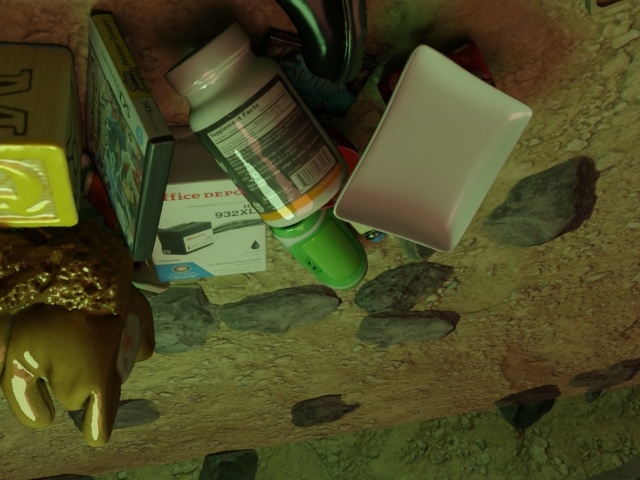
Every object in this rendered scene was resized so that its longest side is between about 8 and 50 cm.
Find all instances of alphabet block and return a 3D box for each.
[{"bbox_3d":[-0.455,-0.150,0.938,0.193,0.197,0.192,-2,146,-13],"label":"alphabet block"}]

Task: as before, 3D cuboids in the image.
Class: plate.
[{"bbox_3d":[0.173,-0.132,1.015,0.277,0.045,0.278,16,108,-37],"label":"plate"}]

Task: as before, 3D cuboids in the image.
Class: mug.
[{"bbox_3d":[0.189,-0.242,1.046,0.169,0.113,0.150,-25,-174,14],"label":"mug"}]

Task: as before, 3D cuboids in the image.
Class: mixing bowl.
[{"bbox_3d":[-0.014,-0.146,1.162,0.181,0.098,0.181,-8,148,-5],"label":"mixing bowl"}]

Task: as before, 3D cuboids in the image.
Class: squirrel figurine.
[{"bbox_3d":[-0.507,0.123,1.090,0.370,0.281,0.397,7,124,2],"label":"squirrel figurine"}]

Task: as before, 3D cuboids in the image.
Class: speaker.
[{"bbox_3d":[0.000,0.000,1.365,0.131,0.131,0.296,-21,146,15],"label":"speaker"}]

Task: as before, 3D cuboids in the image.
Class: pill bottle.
[{"bbox_3d":[-0.093,-0.169,0.964,0.162,0.162,0.278,-27,113,24],"label":"pill bottle"}]

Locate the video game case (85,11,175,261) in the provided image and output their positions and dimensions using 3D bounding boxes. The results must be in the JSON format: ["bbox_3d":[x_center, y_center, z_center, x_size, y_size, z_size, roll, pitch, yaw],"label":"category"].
[{"bbox_3d":[-0.291,-0.143,0.952,0.035,0.248,0.275,-15,153,-30],"label":"video game case"}]

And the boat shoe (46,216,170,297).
[{"bbox_3d":[-0.432,0.047,1.269,0.097,0.116,0.324,-27,152,16],"label":"boat shoe"}]

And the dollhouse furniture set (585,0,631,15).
[{"bbox_3d":[0.446,-0.370,0.927,0.144,0.123,0.151,-18,147,12],"label":"dollhouse furniture set"}]

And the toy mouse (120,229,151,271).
[{"bbox_3d":[-0.359,0.011,1.252,0.031,0.161,0.143,4,146,5],"label":"toy mouse"}]

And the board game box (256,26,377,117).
[{"bbox_3d":[-0.018,-0.266,1.044,0.186,0.026,0.126,7,144,-25],"label":"board game box"}]

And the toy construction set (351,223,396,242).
[{"bbox_3d":[0.161,-0.104,1.219,0.151,0.215,0.328,36,142,-4],"label":"toy construction set"}]

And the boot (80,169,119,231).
[{"bbox_3d":[-0.386,-0.074,1.160,0.084,0.059,0.158,15,146,-13],"label":"boot"}]

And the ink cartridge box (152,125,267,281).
[{"bbox_3d":[-0.215,-0.061,1.204,0.223,0.129,0.307,-5,147,-7],"label":"ink cartridge box"}]

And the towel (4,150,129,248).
[{"bbox_3d":[-0.493,-0.054,1.222,0.248,0.038,0.325,-13,147,2],"label":"towel"}]

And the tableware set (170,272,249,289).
[{"bbox_3d":[-0.262,0.072,1.483,0.194,0.039,0.128,3,157,-10],"label":"tableware set"}]

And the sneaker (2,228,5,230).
[{"bbox_3d":[-0.670,0.000,1.220,0.262,0.099,0.121,-22,113,43],"label":"sneaker"}]

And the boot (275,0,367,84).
[{"bbox_3d":[-0.087,-0.332,0.820,0.260,0.131,0.348,-15,137,-5],"label":"boot"}]
